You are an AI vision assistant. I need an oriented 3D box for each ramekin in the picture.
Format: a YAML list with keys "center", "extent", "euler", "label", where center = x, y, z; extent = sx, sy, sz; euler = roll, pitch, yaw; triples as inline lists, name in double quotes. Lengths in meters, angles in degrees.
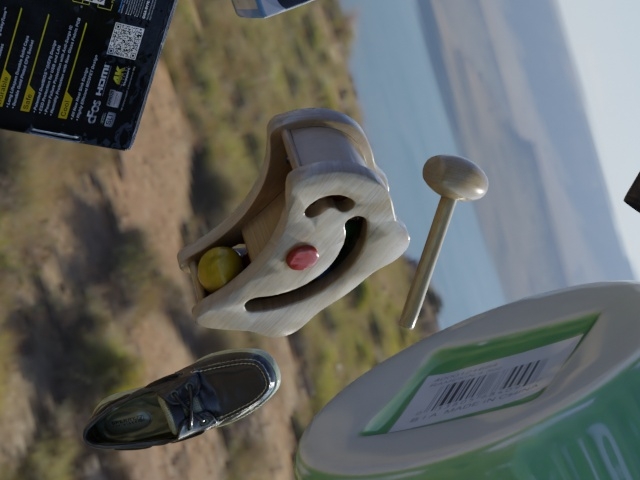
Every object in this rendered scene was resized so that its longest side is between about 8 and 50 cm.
- center: [0.131, 0.146, 0.951]
  extent: [0.303, 0.303, 0.148]
  euler: [-69, 135, -75]
  label: "ramekin"

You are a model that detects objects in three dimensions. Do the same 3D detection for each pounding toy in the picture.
- center: [0.000, 0.000, 1.251]
  extent: [0.154, 0.269, 0.155]
  euler: [31, 30, -44]
  label: "pounding toy"

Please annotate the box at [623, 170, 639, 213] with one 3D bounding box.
- center: [0.345, -0.037, 0.918]
  extent: [0.216, 0.270, 0.060]
  euler: [40, -44, 17]
  label: "box"

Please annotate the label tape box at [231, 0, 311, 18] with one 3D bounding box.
- center: [0.032, -0.430, 1.707]
  extent: [0.249, 0.348, 0.115]
  euler: [70, -14, -15]
  label: "label tape box"

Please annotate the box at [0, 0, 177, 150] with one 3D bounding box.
- center: [-0.225, -0.244, 1.141]
  extent: [0.079, 0.257, 0.322]
  euler: [36, -67, 52]
  label: "box"

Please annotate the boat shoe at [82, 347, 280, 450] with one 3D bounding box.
- center: [-0.149, 0.178, 1.576]
  extent: [0.073, 0.224, 0.080]
  euler: [-49, 119, -71]
  label: "boat shoe"
